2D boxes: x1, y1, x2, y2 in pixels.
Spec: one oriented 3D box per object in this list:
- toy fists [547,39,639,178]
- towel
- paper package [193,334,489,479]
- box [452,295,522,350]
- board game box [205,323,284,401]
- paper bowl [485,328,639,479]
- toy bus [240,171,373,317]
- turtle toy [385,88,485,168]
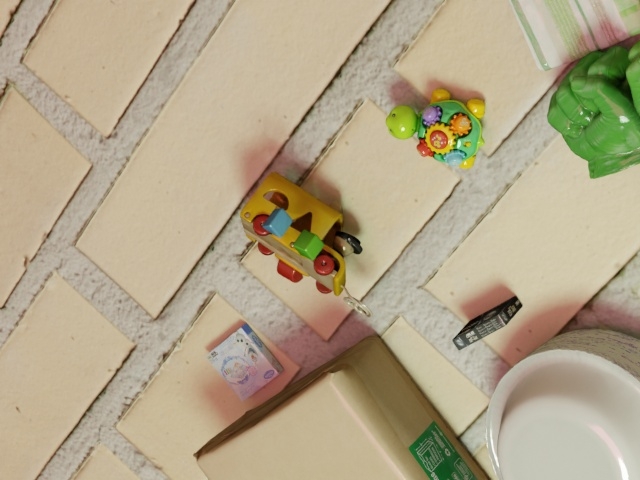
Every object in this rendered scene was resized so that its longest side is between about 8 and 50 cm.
[{"bbox_3d":[0.375,-0.165,1.694,0.279,0.096,0.142,-19,98,55],"label":"toy fists"},{"bbox_3d":[0.310,-0.278,1.761,0.152,0.023,0.113,-19,103,31],"label":"towel"},{"bbox_3d":[0.042,0.343,2.083,0.309,0.168,0.325,-36,91,35],"label":"paper package"},{"bbox_3d":[0.220,0.109,1.945,0.083,0.067,0.018,-33,93,35],"label":"box"},{"bbox_3d":[-0.113,0.182,2.186,0.090,0.020,0.090,-39,89,34],"label":"board game box"},{"bbox_3d":[0.340,0.267,1.875,0.284,0.148,0.284,14,115,33],"label":"paper bowl"},{"bbox_3d":[-0.010,-0.008,1.999,0.202,0.104,0.191,45,164,-32],"label":"toy bus"},{"bbox_3d":[0.148,-0.141,1.877,0.130,0.066,0.095,19,118,21],"label":"turtle toy"}]
